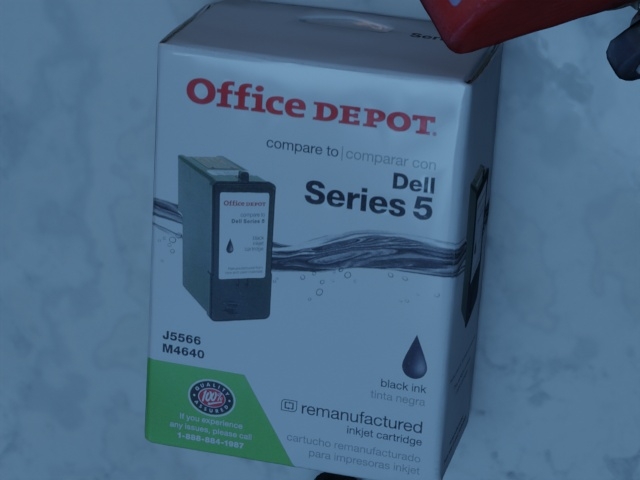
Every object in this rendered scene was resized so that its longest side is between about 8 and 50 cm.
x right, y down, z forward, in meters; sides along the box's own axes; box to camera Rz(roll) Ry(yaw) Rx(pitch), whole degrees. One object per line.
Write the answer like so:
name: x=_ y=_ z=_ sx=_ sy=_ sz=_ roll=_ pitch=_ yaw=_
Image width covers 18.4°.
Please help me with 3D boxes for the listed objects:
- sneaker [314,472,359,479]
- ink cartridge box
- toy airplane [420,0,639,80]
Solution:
sneaker: x=-0.026 y=0.238 z=1.375 sx=0.077 sy=0.072 sz=0.178 roll=23 pitch=109 yaw=18
ink cartridge box: x=0.000 y=0.000 z=1.250 sx=0.198 sy=0.115 sz=0.272 roll=8 pitch=112 yaw=13
toy airplane: x=0.249 y=-0.246 z=1.000 sx=0.386 sy=0.272 sz=0.384 roll=19 pitch=93 yaw=25
